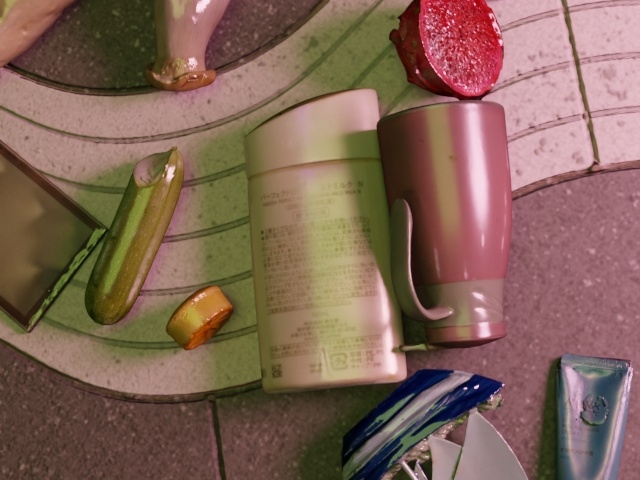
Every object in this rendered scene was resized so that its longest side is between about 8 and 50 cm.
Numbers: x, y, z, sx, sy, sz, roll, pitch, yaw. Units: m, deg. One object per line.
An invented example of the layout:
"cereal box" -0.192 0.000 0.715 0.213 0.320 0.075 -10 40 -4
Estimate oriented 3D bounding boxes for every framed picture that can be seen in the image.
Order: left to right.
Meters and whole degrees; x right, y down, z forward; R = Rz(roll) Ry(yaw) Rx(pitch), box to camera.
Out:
"framed picture" -0.409 -0.015 1.268 0.231 0.010 0.173 39 90 14

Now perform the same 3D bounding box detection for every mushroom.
"mushroom" -0.163 -0.289 1.224 0.097 0.088 0.212 9 89 -20

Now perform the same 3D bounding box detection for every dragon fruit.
"dragon fruit" 0.134 -0.223 1.157 0.111 0.153 0.153 -12 76 53

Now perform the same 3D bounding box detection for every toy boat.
"toy boat" 0.136 0.290 1.089 0.210 0.070 0.292 -17 81 9

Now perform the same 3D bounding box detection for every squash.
"squash" -0.227 -0.008 1.203 0.069 0.069 0.239 22 87 13

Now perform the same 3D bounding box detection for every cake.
"cake" -0.145 0.091 1.166 0.044 0.084 0.084 44 92 11

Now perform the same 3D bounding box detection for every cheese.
"cheese" -0.421 -0.333 1.278 0.263 0.093 0.159 -45 75 2

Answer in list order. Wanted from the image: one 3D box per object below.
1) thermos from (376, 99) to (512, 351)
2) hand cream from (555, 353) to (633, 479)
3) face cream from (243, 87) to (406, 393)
"thermos" 0.139 -0.012 1.086 0.146 0.176 0.265 -12 80 45
"hand cream" 0.298 0.240 1.081 0.083 0.048 0.224 4 77 14
"face cream" 0.000 0.000 1.150 0.173 0.081 0.349 -8 80 13
